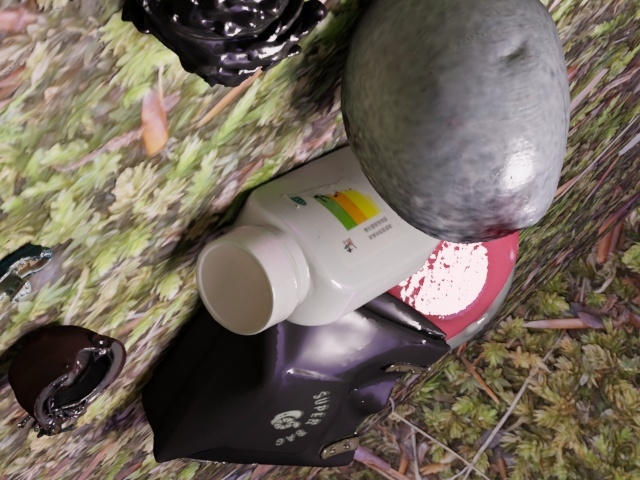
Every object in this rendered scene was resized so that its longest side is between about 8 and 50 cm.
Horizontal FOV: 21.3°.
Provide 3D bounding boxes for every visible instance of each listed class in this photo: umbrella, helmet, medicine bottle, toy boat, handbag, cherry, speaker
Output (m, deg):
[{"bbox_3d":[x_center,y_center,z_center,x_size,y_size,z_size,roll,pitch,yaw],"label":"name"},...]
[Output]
[{"bbox_3d":[-0.059,-0.168,1.213,0.128,0.154,0.336,-58,168,-3],"label":"umbrella"},{"bbox_3d":[-0.253,0.123,1.651,0.123,0.070,0.098,-29,151,-56],"label":"helmet"},{"bbox_3d":[0.000,0.000,1.824,0.296,0.161,0.111,-27,156,-45],"label":"medicine bottle"},{"bbox_3d":[-0.262,0.035,1.454,0.083,0.038,0.038,-40,165,-23],"label":"toy boat"},{"bbox_3d":[-0.025,0.167,2.018,0.288,0.152,0.342,13,132,-30],"label":"handbag"},{"bbox_3d":[0.132,-0.140,1.648,0.218,0.296,0.255,-4,151,-25],"label":"cherry"},{"bbox_3d":[0.115,0.018,2.164,0.294,0.294,0.294,-41,165,-13],"label":"speaker"}]

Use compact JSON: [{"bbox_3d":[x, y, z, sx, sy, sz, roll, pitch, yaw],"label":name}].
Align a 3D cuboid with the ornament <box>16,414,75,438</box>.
[{"bbox_3d":[-0.288,0.189,1.827,0.073,0.028,0.125,-51,166,21],"label":"ornament"}]
